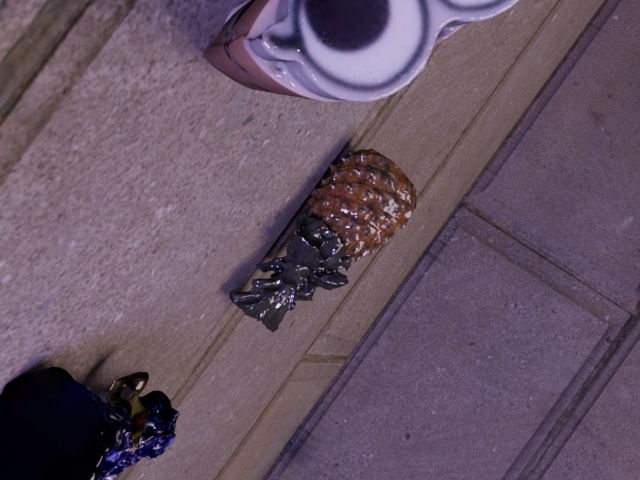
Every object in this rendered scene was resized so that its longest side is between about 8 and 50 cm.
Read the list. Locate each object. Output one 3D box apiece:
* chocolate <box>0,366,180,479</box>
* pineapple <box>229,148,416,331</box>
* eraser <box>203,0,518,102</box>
[{"bbox_3d":[-0.229,0.216,0.785,0.148,0.126,0.343,-63,167,-9],"label":"chocolate"},{"bbox_3d":[0.000,0.000,1.014,0.310,0.141,0.170,-44,167,-12],"label":"pineapple"},{"bbox_3d":[0.015,-0.161,0.475,0.171,0.087,0.290,-38,-160,-3],"label":"eraser"}]
